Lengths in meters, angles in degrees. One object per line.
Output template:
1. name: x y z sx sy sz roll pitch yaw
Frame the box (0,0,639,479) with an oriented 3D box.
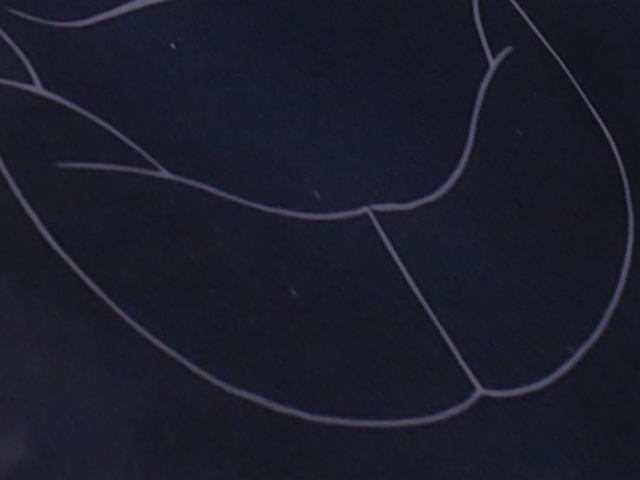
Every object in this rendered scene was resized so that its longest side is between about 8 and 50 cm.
1. box: 0.000 0.000 0.559 0.480 0.297 0.472 -12 59 -34
